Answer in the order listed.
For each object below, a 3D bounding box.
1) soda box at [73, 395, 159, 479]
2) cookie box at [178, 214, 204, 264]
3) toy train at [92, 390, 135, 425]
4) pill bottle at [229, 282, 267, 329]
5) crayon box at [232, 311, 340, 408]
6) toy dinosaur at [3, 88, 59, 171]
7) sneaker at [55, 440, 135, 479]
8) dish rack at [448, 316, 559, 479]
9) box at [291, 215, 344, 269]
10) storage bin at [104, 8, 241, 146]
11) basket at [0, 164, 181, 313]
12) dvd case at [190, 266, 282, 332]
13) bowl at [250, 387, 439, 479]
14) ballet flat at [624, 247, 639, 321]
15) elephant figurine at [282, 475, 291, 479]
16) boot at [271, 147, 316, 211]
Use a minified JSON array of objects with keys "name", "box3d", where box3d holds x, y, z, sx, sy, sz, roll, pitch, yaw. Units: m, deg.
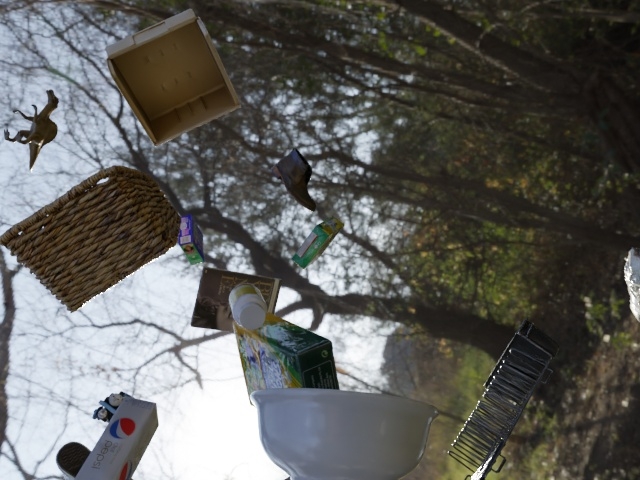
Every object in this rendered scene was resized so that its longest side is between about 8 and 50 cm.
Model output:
[{"name":"soda box","box3d":[-0.378,0.400,1.128,0.216,0.069,0.074,-69,-14,-54]},{"name":"cookie box","box3d":[-0.343,0.000,1.609,0.107,0.040,0.092,75,-177,-58]},{"name":"toy train","box3d":[-0.602,0.498,1.784,0.105,0.080,0.184,-58,-10,-19]},{"name":"pill bottle","box3d":[-0.133,0.124,1.122,0.116,0.065,0.065,-141,60,-72]},{"name":"crayon box","box3d":[-0.081,0.267,1.226,0.083,0.323,0.203,-17,-75,-29]},{"name":"toy dinosaur","box3d":[-0.551,-0.200,1.165,0.092,0.053,0.183,-9,-50,-59]},{"name":"sneaker","box3d":[-0.506,0.601,1.440,0.106,0.290,0.123,-39,-20,-36]},{"name":"dish rack","box3d":[0.256,0.268,0.902,0.271,0.074,0.208,-48,-23,-29]},{"name":"box","box3d":[0.000,0.000,1.411,0.105,0.043,0.179,-53,-8,16]},{"name":"storage bin","box3d":[-0.387,-0.429,1.597,0.123,0.262,0.260,62,176,39]},{"name":"basket","box3d":[-0.482,-0.036,1.307,0.223,0.299,0.213,54,-171,-25]},{"name":"dvd case","box3d":[-0.224,0.167,1.628,0.018,0.221,0.165,-153,75,-67]},{"name":"bowl","box3d":[0.031,0.315,0.925,0.298,0.297,0.134,64,-150,-65]},{"name":"ballet flat","box3d":[0.700,0.130,1.187,0.408,0.147,0.147,18,-97,-30]},{"name":"elephant figurine","box3d":[-0.047,0.669,1.569,0.239,0.169,0.186,-37,-31,-52]},{"name":"boot","box3d":[-0.062,-0.197,1.944,0.106,0.219,0.082,-46,-22,16]}]
